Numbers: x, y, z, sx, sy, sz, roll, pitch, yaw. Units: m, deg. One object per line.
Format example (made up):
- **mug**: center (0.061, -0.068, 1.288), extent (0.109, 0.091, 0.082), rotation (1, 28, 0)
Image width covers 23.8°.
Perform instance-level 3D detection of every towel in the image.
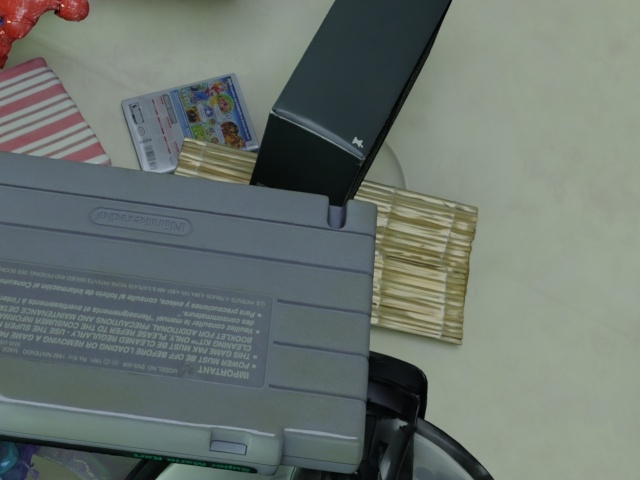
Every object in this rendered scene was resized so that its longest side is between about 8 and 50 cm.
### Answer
- **towel**: center (-0.297, -0.096, 1.451), extent (0.144, 0.029, 0.197), rotation (-24, 47, -15)

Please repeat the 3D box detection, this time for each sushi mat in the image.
- **sushi mat**: center (0.000, 0.000, 1.510), extent (0.316, 0.019, 0.151), rotation (13, 72, -7)

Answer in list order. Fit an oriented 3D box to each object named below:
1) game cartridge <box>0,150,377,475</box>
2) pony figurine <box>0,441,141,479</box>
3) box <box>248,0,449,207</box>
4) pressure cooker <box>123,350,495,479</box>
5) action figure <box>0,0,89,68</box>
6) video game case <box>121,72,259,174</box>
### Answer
- **game cartridge**: center (-0.140, 0.048, 1.096), extent (0.355, 0.068, 0.230), rotation (8, 54, -3)
- **pony figurine**: center (-0.261, 0.106, 1.308), extent (0.303, 0.363, 0.351), rotation (44, 57, 12)
- **box**: center (0.035, -0.156, 1.468), extent (0.103, 0.184, 0.261), rotation (28, 63, 0)
- **pressure cooker**: center (-0.018, 0.316, 1.206), extent (0.375, 0.420, 0.370), rotation (-26, 75, -15)
- **action figure**: center (-0.348, -0.227, 1.508), extent (0.280, 0.139, 0.092), rotation (6, 74, 17)
- **video game case**: center (-0.132, -0.116, 1.538), extent (0.122, 0.011, 0.087), rotation (-15, 75, -13)
